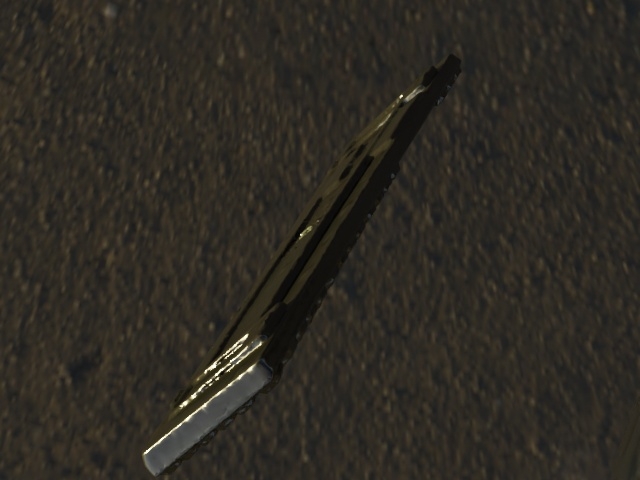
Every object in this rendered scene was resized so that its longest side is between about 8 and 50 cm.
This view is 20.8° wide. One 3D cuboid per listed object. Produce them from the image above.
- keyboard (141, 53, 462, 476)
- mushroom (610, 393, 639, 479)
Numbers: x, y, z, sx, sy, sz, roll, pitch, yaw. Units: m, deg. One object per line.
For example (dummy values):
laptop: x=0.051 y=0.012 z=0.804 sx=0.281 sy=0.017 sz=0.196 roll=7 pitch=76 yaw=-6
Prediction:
keyboard: x=0.000 y=0.000 z=0.567 sx=0.013 sy=0.204 sz=0.061 roll=43 pitch=125 yaw=-7
mushroom: x=0.210 y=0.094 z=0.323 sx=0.290 sy=0.292 sz=0.292 roll=-24 pitch=115 yaw=39
